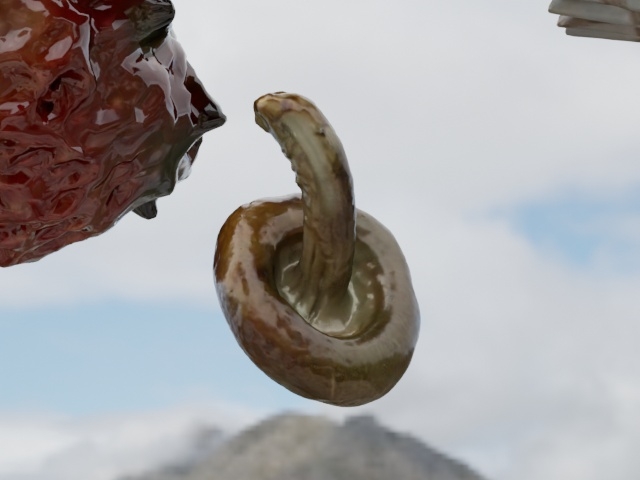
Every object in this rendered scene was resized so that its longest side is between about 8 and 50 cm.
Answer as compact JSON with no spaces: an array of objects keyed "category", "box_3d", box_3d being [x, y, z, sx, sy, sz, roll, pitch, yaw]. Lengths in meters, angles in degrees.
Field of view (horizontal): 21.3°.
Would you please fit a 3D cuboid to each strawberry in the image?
[{"category":"strawberry","box_3d":[-0.215,-0.125,0.824,0.310,0.291,0.292,-12,-2,-36]}]

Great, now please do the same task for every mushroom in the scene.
[{"category":"mushroom","box_3d":[-0.006,0.001,0.674,0.088,0.129,0.073,-26,19,-34]}]

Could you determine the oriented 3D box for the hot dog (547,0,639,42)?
[{"category":"hot dog","box_3d":[0.136,-0.171,0.471,0.075,0.268,0.144,25,-25,27]}]
